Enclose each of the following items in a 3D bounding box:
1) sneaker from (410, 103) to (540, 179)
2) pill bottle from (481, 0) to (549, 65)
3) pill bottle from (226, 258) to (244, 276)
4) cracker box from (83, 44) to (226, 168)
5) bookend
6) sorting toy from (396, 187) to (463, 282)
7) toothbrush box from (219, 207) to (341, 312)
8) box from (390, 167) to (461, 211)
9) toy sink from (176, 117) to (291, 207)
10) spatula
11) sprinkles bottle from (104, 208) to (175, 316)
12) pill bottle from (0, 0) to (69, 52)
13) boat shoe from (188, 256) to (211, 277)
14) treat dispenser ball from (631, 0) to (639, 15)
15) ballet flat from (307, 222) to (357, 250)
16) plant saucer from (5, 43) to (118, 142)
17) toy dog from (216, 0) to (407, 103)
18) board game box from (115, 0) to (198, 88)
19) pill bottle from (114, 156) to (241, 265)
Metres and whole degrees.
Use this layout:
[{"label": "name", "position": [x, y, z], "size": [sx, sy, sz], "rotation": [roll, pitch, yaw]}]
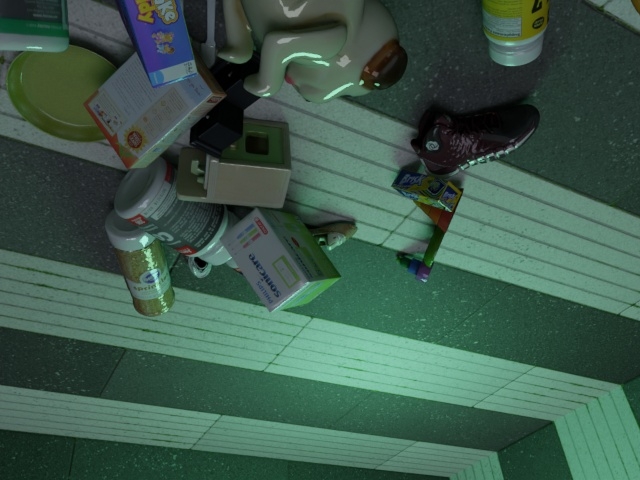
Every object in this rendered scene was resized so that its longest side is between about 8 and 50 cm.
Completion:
[{"label": "sneaker", "position": [0.325, -0.245, 1.345], "size": [0.281, 0.107, 0.162], "rotation": [-28, 133, 26]}, {"label": "pill bottle", "position": [0.352, -0.430, 1.105], "size": [0.119, 0.119, 0.209], "rotation": [-13, 141, 8]}, {"label": "pill bottle", "position": [-0.188, 0.041, 1.624], "size": [0.108, 0.108, 0.193], "rotation": [-26, 137, 23]}, {"label": "cracker box", "position": [-0.312, -0.265, 1.151], "size": [0.232, 0.156, 0.067], "rotation": [-36, 177, 20]}, {"label": "bookend", "position": [-0.175, -0.267, 1.184], "size": [0.156, 0.157, 0.072], "rotation": [-24, 146, 39]}, {"label": "sorting toy", "position": [0.271, -0.022, 1.640], "size": [0.126, 0.127, 0.366], "rotation": [23, 144, 10]}, {"label": "toothbrush box", "position": [-0.085, 0.045, 1.456], "size": [0.122, 0.206, 0.283], "rotation": [-38, 168, 14]}, {"label": "box", "position": [0.246, -0.121, 1.442], "size": [0.059, 0.168, 0.054], "rotation": [32, 86, -37]}, {"label": "toy sink", "position": [-0.188, -0.176, 1.323], "size": [0.233, 0.153, 0.131], "rotation": [5, 140, -11]}, {"label": "spatula", "position": [-0.200, -0.410, 1.143], "size": [0.168, 0.019, 0.242], "rotation": [7, 139, -7]}, {"label": "sprinkles bottle", "position": [-0.464, 0.059, 1.602], "size": [0.121, 0.121, 0.356], "rotation": [-2, 142, -5]}, {"label": "pill bottle", "position": [-0.452, -0.442, 0.812], "size": [0.204, 0.204, 0.362], "rotation": [0, 107, -8]}, {"label": "boat shoe", "position": [-0.322, 0.053, 1.657], "size": [0.066, 0.063, 0.184], "rotation": [7, 139, -15]}, {"label": "treat dispenser ball", "position": [0.640, -0.461, 0.969], "size": [0.287, 0.288, 0.288], "rotation": [-4, 141, -3]}, {"label": "ballet flat", "position": [0.000, 0.000, 1.631], "size": [0.206, 0.067, 0.073], "rotation": [-9, 142, 3]}, {"label": "plant saucer", "position": [-0.494, -0.298, 1.224], "size": [0.240, 0.037, 0.241], "rotation": [-3, 140, -3]}, {"label": "toy dog", "position": [-0.016, -0.410, 1.007], "size": [0.395, 0.284, 0.408], "rotation": [-45, 137, -10]}, {"label": "board game box", "position": [-0.287, -0.440, 0.910], "size": [0.078, 0.233, 0.347], "rotation": [-21, 143, -13]}, {"label": "pill bottle", "position": [-0.322, -0.060, 1.439], "size": [0.161, 0.161, 0.283], "rotation": [-29, 136, 25]}]
